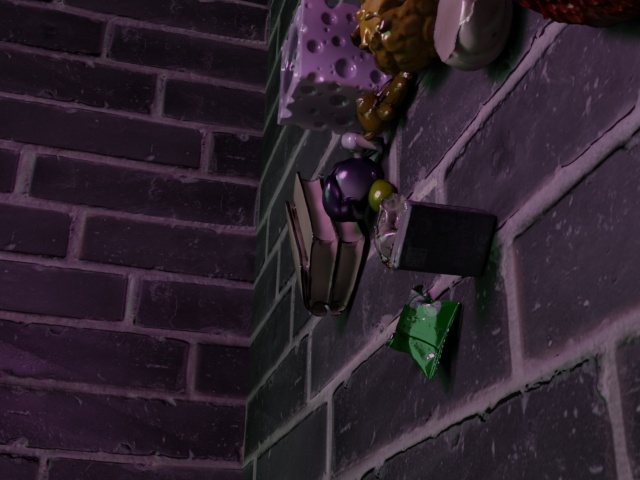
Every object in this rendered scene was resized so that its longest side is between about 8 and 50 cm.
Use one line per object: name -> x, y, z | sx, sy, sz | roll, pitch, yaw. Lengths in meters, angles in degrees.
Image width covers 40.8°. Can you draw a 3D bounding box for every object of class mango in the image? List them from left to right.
mango -> 0.138, -0.104, 1.953 | 0.108, 0.056, 0.073 | -82, 9, -63

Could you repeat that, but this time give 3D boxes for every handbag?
handbag -> 0.000, 0.000, 2.251 | 0.358, 0.160, 0.236 | -104, 18, -57

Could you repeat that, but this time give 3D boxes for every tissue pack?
tissue pack -> 0.200, -0.001, 1.408 | 0.051, 0.156, 0.112 | -130, 49, -67

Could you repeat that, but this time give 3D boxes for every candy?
candy -> 0.182, 0.161, 1.570 | 0.203, 0.078, 0.141 | -156, 74, -71

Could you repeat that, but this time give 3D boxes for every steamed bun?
steamed bun -> 0.265, -0.376, 1.468 | 0.183, 0.106, 0.182 | -173, 90, -80

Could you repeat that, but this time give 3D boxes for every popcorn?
popcorn -> 0.162, -0.448, 1.762 | 0.250, 0.190, 0.250 | -171, 90, -84

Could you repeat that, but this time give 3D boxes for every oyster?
oyster -> 0.151, -0.023, 1.853 | 0.108, 0.053, 0.165 | 36, 112, 45

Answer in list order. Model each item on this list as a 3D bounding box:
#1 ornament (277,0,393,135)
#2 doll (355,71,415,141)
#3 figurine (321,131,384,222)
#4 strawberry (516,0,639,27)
ornament -> 0.035, -0.430, 2.166 | 0.240, 0.240, 0.239 | 127, 149, -64
doll -> 0.141, -0.325, 1.960 | 0.209, 0.097, 0.137 | -50, 24, 50
figurine -> 0.077, -0.151, 2.064 | 0.145, 0.145, 0.222 | -150, 69, -76
strawberry -> 0.314, -0.409, 1.054 | 0.351, 0.267, 0.312 | 52, 170, 31
